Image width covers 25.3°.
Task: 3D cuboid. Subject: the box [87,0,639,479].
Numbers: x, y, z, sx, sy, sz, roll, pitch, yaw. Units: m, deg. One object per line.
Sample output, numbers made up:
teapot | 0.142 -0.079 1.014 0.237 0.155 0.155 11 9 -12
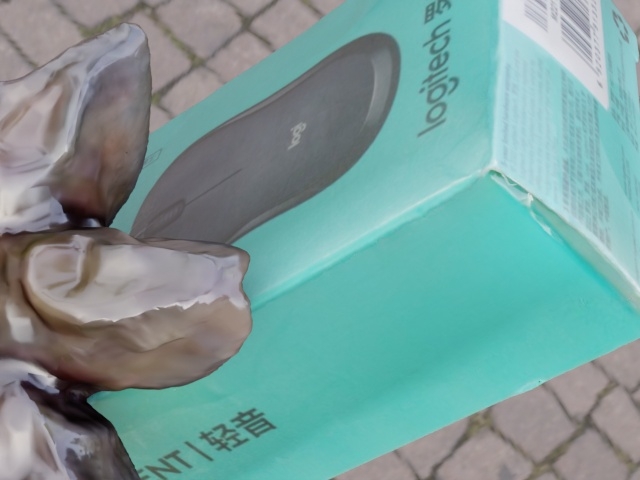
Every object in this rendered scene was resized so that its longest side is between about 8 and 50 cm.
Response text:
box | 0.000 0.000 0.688 0.118 0.311 0.205 42 37 -26

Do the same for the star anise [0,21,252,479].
star anise | -0.170 0.040 0.603 0.315 0.108 0.315 -3 77 15
